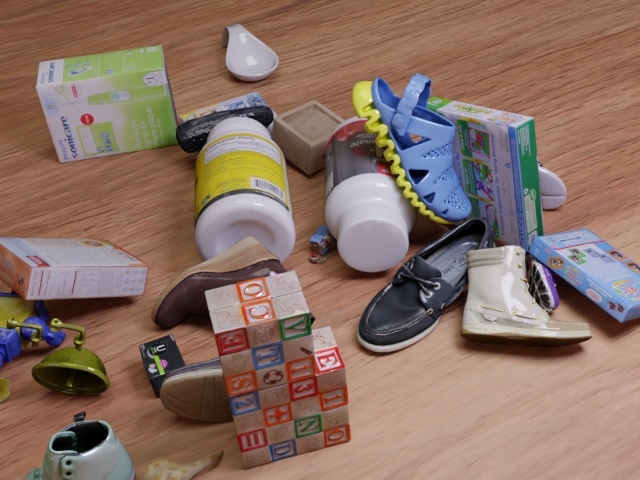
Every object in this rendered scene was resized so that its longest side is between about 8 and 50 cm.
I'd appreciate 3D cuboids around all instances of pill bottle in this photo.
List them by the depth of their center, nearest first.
[{"bbox_3d":[0.095,-0.091,1.588,0.176,0.176,0.319,-3,40,2],"label":"pill bottle"},{"bbox_3d":[-0.154,-0.098,1.612,0.187,0.188,0.334,-7,40,-3],"label":"pill bottle"}]

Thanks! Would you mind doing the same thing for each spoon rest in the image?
[{"bbox_3d":[-0.205,-0.505,2.177,0.137,0.084,0.276,-18,41,-15],"label":"spoon rest"}]

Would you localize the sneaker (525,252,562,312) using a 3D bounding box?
[{"bbox_3d":[0.411,0.060,1.468,0.071,0.068,0.170,4,40,2],"label":"sneaker"}]

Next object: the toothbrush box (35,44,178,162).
[{"bbox_3d":[-0.483,-0.314,1.883,0.283,0.206,0.122,-8,41,-6],"label":"toothbrush box"}]

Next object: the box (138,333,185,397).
[{"bbox_3d":[-0.260,0.209,1.364,0.062,0.052,0.083,-19,41,-16],"label":"box"}]

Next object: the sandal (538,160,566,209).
[{"bbox_3d":[0.384,-0.145,1.683,0.265,0.102,0.076,18,47,28],"label":"sandal"}]

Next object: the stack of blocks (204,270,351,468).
[{"bbox_3d":[-0.055,0.187,1.180,0.171,0.297,0.087,-13,40,-9],"label":"stack of blocks"}]

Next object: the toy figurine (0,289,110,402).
[{"bbox_3d":[-0.518,0.132,1.386,0.362,0.191,0.217,1,36,4],"label":"toy figurine"}]

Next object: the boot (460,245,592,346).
[{"bbox_3d":[0.347,0.092,1.376,0.213,0.077,0.165,3,70,11],"label":"boot"}]

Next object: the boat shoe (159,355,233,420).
[{"bbox_3d":[-0.113,0.216,1.310,0.285,0.103,0.092,-7,35,-9],"label":"boat shoe"}]

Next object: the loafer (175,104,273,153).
[{"bbox_3d":[-0.216,-0.262,1.826,0.223,0.076,0.078,-18,52,-10],"label":"loafer"}]

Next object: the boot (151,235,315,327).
[{"bbox_3d":[-0.156,0.129,1.419,0.248,0.090,0.207,-36,64,0],"label":"boot"}]

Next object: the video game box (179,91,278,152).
[{"bbox_3d":[-0.204,-0.265,1.920,0.205,0.048,0.187,-20,46,-18],"label":"video game box"}]

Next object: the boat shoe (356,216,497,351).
[{"bbox_3d":[0.193,0.066,1.442,0.340,0.113,0.127,-29,48,-26],"label":"boat shoe"}]

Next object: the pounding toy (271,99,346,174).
[{"bbox_3d":[0.026,-0.216,1.815,0.181,0.094,0.206,-30,56,-34],"label":"pounding toy"}]

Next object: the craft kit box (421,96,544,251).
[{"bbox_3d":[0.295,-0.126,1.515,0.061,0.250,0.246,-30,33,-29],"label":"craft kit box"}]

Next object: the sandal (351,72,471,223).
[{"bbox_3d":[0.188,-0.172,1.478,0.138,0.317,0.126,-28,12,30],"label":"sandal"}]

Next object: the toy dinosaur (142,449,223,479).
[{"bbox_3d":[-0.211,0.350,1.183,0.183,0.053,0.093,-15,48,-24],"label":"toy dinosaur"}]

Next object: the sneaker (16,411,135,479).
[{"bbox_3d":[-0.399,0.336,1.150,0.255,0.151,0.094,-24,45,-20],"label":"sneaker"}]

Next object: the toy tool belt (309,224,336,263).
[{"bbox_3d":[0.000,0.000,1.586,0.052,0.051,0.083,14,44,21],"label":"toy tool belt"}]

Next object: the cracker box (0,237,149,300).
[{"bbox_3d":[-0.449,0.049,1.462,0.232,0.067,0.155,3,16,-46],"label":"cracker box"}]

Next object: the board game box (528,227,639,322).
[{"bbox_3d":[0.496,0.056,1.437,0.160,0.039,0.211,-7,37,-38],"label":"board game box"}]
